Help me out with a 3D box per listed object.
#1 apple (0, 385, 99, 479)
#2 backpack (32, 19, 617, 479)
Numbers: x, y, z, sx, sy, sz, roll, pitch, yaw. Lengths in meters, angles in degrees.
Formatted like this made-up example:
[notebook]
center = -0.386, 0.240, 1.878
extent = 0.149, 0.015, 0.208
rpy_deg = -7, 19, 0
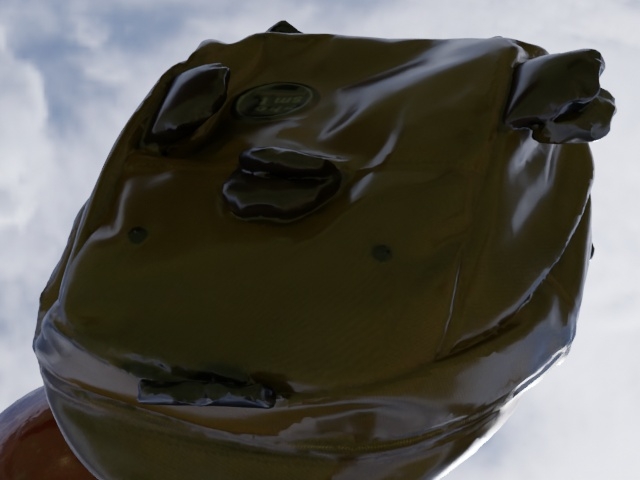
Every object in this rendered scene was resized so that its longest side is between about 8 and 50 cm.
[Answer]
[apple]
center = -0.152, 0.227, 1.412
extent = 0.216, 0.260, 0.260
rpy_deg = -37, -118, -27
[backpack]
center = 0.003, 0.005, 1.094
extent = 0.354, 0.201, 0.378
rpy_deg = 0, -141, 18
